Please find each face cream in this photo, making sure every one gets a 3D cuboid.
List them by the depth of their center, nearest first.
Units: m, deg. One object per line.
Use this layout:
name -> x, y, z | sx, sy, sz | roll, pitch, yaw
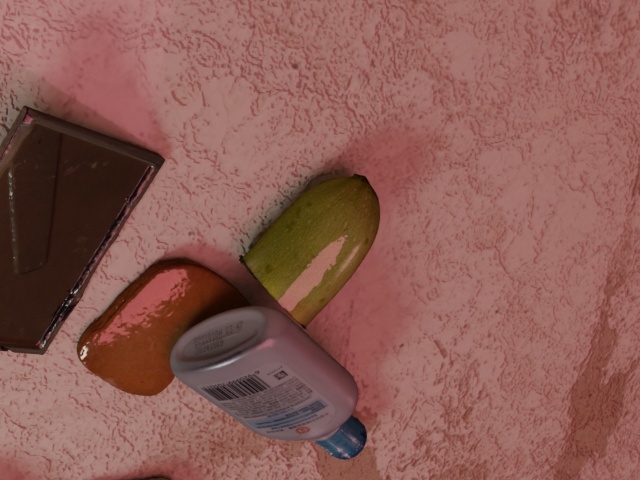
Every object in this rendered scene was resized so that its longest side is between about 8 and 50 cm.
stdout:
face cream -> -0.038, 0.194, 1.255 | 0.163, 0.080, 0.337 | -21, 141, 20

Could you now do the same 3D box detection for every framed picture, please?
framed picture -> -0.303, 0.003, 1.053 | 0.281, 0.019, 0.209 | -56, 149, 8

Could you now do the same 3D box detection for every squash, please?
squash -> 0.000, 0.000, 1.190 | 0.187, 0.123, 0.123 | -49, 124, 0

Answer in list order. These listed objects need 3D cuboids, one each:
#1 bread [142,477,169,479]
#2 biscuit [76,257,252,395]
bread -> -0.231, 0.374, 1.297 | 0.119, 0.067, 0.192 | -35, 124, -5
biscuit -> -0.178, 0.121, 1.213 | 0.192, 0.036, 0.186 | -44, 126, 2
